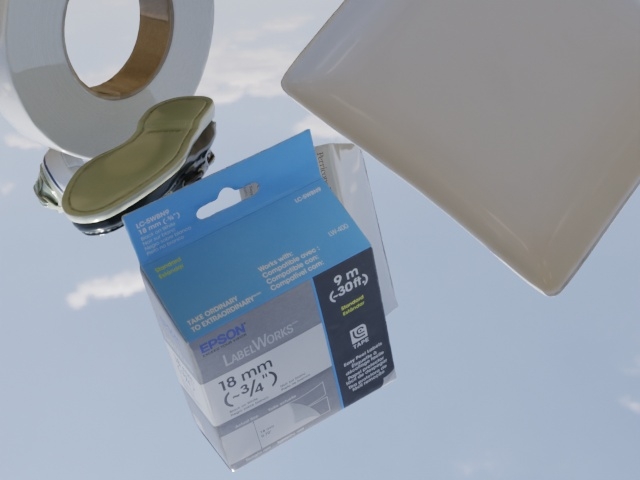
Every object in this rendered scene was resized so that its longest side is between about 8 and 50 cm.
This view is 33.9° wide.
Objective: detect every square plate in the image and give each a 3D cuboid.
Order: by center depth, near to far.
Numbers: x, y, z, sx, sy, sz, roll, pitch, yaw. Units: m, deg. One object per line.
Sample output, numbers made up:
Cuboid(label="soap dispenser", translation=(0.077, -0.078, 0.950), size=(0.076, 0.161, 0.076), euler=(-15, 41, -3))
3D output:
Cuboid(label="square plate", translation=(0.195, -0.179, 1.056), size=(0.347, 0.344, 0.049), euler=(38, 175, -2))

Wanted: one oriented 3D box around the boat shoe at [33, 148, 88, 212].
Cuboid(label="boat shoe", translation=(-0.419, -0.085, 1.724), size=(0.094, 0.109, 0.302), euler=(-26, 178, -5))

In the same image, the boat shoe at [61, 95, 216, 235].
Cuboid(label="boat shoe", translation=(-0.214, -0.073, 1.331), size=(0.127, 0.113, 0.340), euler=(-1, -151, 12))

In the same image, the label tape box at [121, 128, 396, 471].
Cuboid(label="label tape box", translation=(-0.058, 0.076, 1.203), size=(0.241, 0.333, 0.106), euler=(-27, -139, -17))

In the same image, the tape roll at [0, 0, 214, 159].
Cuboid(label="tape roll", translation=(-0.303, -0.304, 1.476), size=(0.072, 0.392, 0.392), euler=(17, -155, 34))

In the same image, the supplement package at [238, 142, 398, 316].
Cuboid(label="supplement package", translation=(0.000, 0.000, 1.521), size=(0.145, 0.261, 0.204), euler=(-13, -179, 16))
